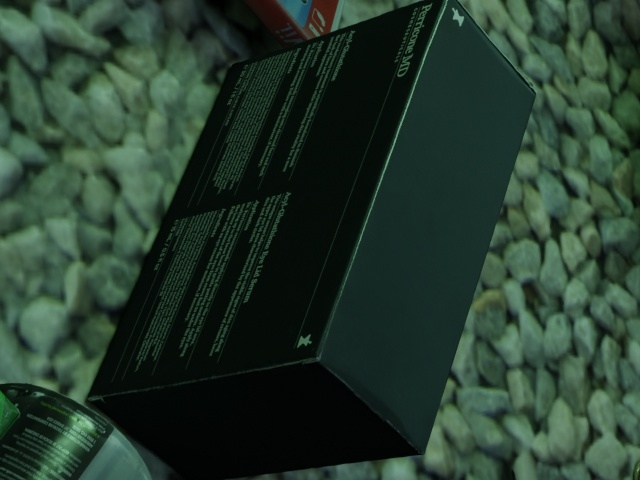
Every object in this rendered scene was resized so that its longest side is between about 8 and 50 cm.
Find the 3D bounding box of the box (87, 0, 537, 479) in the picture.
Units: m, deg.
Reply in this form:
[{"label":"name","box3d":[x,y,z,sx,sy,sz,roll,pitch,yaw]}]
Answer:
[{"label":"box","box3d":[0.000,0.000,1.086,0.103,0.184,0.261,42,52,-30]}]

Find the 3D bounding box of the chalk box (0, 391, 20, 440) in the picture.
[{"label":"chalk box","box3d":[-0.263,0.113,0.816,0.132,0.132,0.213,52,47,-22]}]

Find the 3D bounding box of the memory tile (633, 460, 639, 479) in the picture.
[{"label":"memory tile","box3d":[0.267,0.250,1.421,0.148,0.012,0.113,55,46,-21]}]

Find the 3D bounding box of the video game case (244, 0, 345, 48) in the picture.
[{"label":"video game case","box3d":[-0.059,-0.274,1.176,0.285,0.025,0.204,48,42,-37]}]

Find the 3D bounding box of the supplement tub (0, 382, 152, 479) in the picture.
[{"label":"supplement tub","box3d":[-0.171,0.171,0.907,0.117,0.117,0.190,53,47,-22]}]
